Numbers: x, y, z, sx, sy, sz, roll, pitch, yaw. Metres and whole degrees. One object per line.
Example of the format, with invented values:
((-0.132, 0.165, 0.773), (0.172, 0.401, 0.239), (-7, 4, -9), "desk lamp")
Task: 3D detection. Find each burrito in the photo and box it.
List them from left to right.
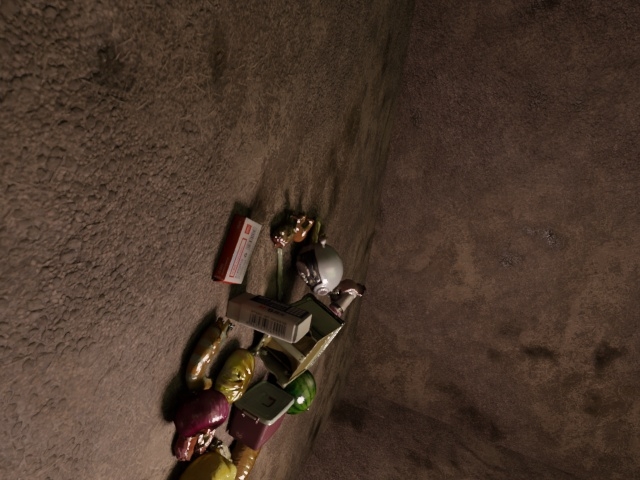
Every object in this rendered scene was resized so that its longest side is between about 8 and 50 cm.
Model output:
((-0.408, 0.862, 1.717), (0.063, 0.058, 0.229), (-57, 154, -30), "burrito")

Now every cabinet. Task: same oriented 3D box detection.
((-0.105, 0.422, 1.821), (0.289, 0.228, 0.318), (-55, 164, 15), "cabinet")

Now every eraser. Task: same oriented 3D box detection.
((-0.183, 0.267, 1.489), (0.124, 0.279, 0.081), (-25, 128, -66), "eraser")

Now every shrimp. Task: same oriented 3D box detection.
((-0.377, 0.410, 1.390), (0.185, 0.068, 0.286), (-31, 137, -61), "shrimp")

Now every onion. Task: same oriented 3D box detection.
((-0.380, 0.558, 1.348), (0.177, 0.154, 0.177), (-34, 142, -32), "onion")

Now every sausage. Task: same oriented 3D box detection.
((-0.399, 1.053, 1.809), (0.500, 0.123, 0.136), (-60, -173, -35), "sausage")

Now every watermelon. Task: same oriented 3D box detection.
((-0.137, 0.743, 2.102), (0.242, 0.243, 0.242), (17, 90, -72), "watermelon")

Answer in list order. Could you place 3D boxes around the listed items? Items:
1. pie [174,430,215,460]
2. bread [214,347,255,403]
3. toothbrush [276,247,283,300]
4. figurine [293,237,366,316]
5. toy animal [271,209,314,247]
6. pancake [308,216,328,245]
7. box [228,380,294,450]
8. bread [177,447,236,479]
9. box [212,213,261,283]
((-0.430, 0.676, 1.486), (0.219, 0.054, 0.204), (7, 99, -72), "pie")
((-0.316, 0.518, 1.584), (0.213, 0.105, 0.213), (19, 90, -82), "bread")
((-0.175, 0.148, 1.810), (0.028, 0.026, 0.294), (-80, 174, -53), "toothbrush")
((0.030, 0.159, 1.984), (0.211, 0.253, 0.361), (-42, 115, 0), "figurine")
((-0.115, -0.043, 1.742), (0.157, 0.097, 0.312), (-63, 165, 8), "toy animal")
((0.000, 0.000, 2.131), (0.244, 0.057, 0.265), (-25, 132, -65), "pancake")
((-0.263, 0.770, 1.849), (0.294, 0.194, 0.167), (-5, 116, -70), "box")
((-0.434, 0.904, 1.527), (0.270, 0.148, 0.269), (-46, 149, -38), "bread")
((-0.274, 0.036, 1.388), (0.229, 0.050, 0.123), (-71, 160, -4), "box")
